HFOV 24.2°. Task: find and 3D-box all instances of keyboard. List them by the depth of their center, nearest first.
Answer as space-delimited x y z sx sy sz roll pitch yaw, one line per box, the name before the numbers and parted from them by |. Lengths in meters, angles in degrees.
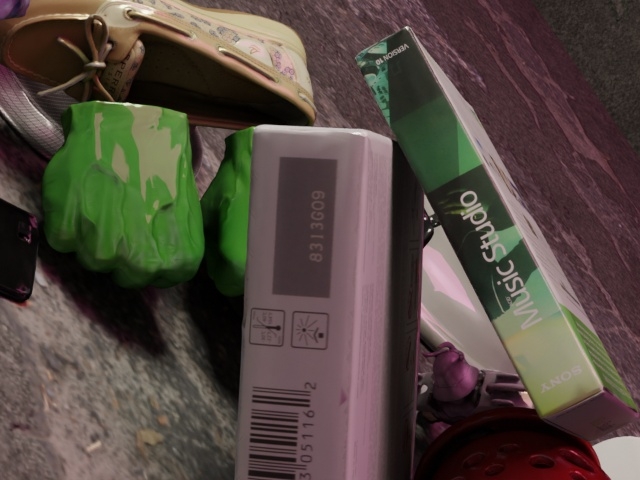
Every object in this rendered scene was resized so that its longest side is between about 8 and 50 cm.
keyboard | -0.289 -0.026 1.084 0.192 0.038 0.100 31 51 -39

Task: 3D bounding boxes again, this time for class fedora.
fedora | -0.182 -0.167 1.378 0.243 0.124 0.275 56 23 21

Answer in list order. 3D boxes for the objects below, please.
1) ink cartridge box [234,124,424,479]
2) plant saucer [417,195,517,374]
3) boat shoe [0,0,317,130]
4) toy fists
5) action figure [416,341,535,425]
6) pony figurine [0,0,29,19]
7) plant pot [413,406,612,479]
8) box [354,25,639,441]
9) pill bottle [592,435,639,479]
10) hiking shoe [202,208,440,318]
ink cartridge box | 0.020 0.072 1.206 0.385 0.091 0.308 -3 95 -80
plant saucer | 0.179 0.013 1.787 0.400 0.100 0.400 39 24 -20
boat shoe | -0.135 -0.147 1.233 0.285 0.104 0.089 4 45 -24
toy fists | -0.096 -0.021 1.235 0.279 0.096 0.142 7 70 -30
action figure | 0.183 0.178 1.465 0.185 0.099 0.285 8 -29 45
pony figurine | -0.301 -0.068 0.777 0.351 0.303 0.363 28 58 -4
plant pot | 0.170 0.245 1.256 0.191 0.191 0.174 40 20 -19
box | 0.147 0.004 1.206 0.322 0.058 0.232 63 11 19
pill bottle | 0.392 0.358 1.426 0.408 0.229 0.229 37 24 -27
hiking shoe | 0.000 0.000 1.423 0.113 0.132 0.304 54 24 15
